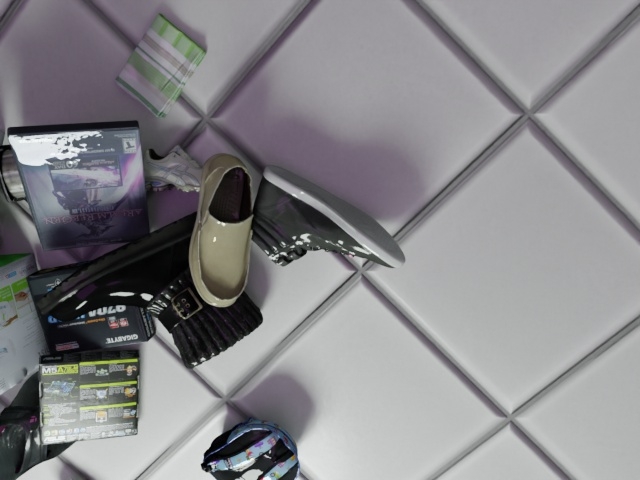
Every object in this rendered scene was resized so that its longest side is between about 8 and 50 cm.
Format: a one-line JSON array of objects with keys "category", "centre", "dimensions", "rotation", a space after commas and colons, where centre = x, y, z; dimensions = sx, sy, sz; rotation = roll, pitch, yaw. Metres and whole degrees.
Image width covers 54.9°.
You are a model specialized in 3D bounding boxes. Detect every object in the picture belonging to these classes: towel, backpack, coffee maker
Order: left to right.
[{"category": "coffee maker", "centre": [-0.477, -0.147, 1.126], "dimensions": [0.178, 0.171, 0.120], "rotation": [-11, 129, -8]}, {"category": "towel", "centre": [-0.289, -0.311, 1.104], "dimensions": [0.113, 0.023, 0.152], "rotation": [38, 107, -2]}, {"category": "backpack", "centre": [-0.122, 0.426, 1.218], "dimensions": [0.173, 0.117, 0.158], "rotation": [-39, 95, 17]}]

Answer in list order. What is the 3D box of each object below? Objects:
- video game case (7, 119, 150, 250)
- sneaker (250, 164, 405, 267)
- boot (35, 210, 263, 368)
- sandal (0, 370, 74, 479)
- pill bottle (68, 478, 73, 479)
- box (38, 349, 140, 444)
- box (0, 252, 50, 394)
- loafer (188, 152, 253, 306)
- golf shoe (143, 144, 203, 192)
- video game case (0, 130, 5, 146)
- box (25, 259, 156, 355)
[{"category": "video game case", "centre": [-0.405, -0.088, 1.069], "dimensions": [0.196, 0.026, 0.274], "rotation": [-7, 139, -16]}, {"category": "sneaker", "centre": [0.000, 0.000, 1.097], "dimensions": [0.295, 0.104, 0.147], "rotation": [32, 109, 7]}, {"category": "boot", "centre": [-0.305, 0.128, 1.124], "dimensions": [0.347, 0.131, 0.260], "rotation": [-26, 99, -6]}, {"category": "sandal", "centre": [-0.649, 0.436, 1.319], "dimensions": [0.445, 0.107, 0.167], "rotation": [-43, 94, 17]}, {"category": "pill bottle", "centre": [-0.517, 0.591, 1.351], "dimensions": [0.137, 0.078, 0.078], "rotation": [36, 108, 0]}, {"category": "box", "centre": [-0.466, 0.316, 1.246], "dimensions": [0.190, 0.045, 0.184], "rotation": [-1, 105, -21]}, {"category": "box", "centre": [-0.649, 0.170, 1.170], "dimensions": [0.126, 0.262, 0.231], "rotation": [-3, 105, 12]}, {"category": "loafer", "centre": [-0.167, -0.018, 1.055], "dimensions": [0.101, 0.092, 0.269], "rotation": [-1, 92, -23]}, {"category": "golf shoe", "centre": [-0.248, -0.131, 1.124], "dimensions": [0.176, 0.069, 0.086], "rotation": [2, 99, 8]}, {"category": "video game case", "centre": [-0.623, -0.085, 1.135], "dimensions": [0.023, 0.212, 0.193], "rotation": [14, 109, -26]}, {"category": "box", "centre": [-0.458, 0.130, 1.234], "dimensions": [0.220, 0.051, 0.175], "rotation": [-9, 102, 12]}]
